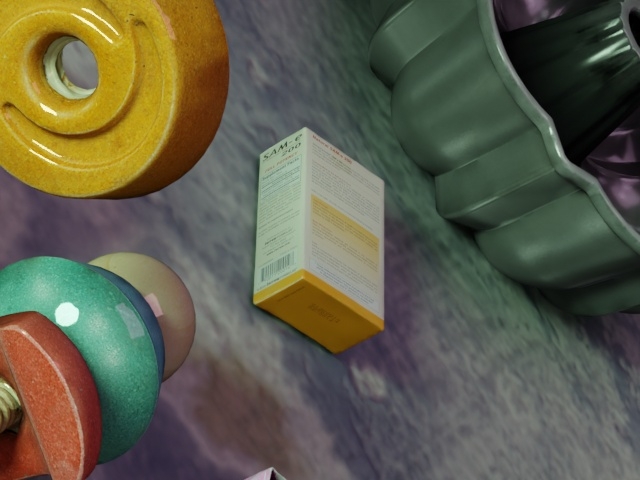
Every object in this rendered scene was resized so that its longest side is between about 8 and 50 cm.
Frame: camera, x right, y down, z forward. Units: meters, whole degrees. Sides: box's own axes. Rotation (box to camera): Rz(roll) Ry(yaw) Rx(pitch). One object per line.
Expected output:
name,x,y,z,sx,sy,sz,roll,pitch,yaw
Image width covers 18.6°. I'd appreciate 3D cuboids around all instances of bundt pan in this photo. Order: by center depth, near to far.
bundt pan,0.152,-0.097,1.182,0.331,0.124,0.331,27,49,-35

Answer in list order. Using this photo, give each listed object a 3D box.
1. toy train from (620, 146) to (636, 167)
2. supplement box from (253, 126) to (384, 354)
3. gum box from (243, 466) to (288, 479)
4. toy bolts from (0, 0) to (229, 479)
toy train,0.194,-0.068,1.315,0.017,0.023,0.083,-13,76,-56
supplement box,0.000,0.000,0.995,0.062,0.036,0.098,34,42,-34
gum box,0.001,0.182,0.798,0.188,0.107,0.062,41,38,-28
toy bolts,-0.098,-0.023,0.759,0.158,0.218,0.228,-35,113,-63
